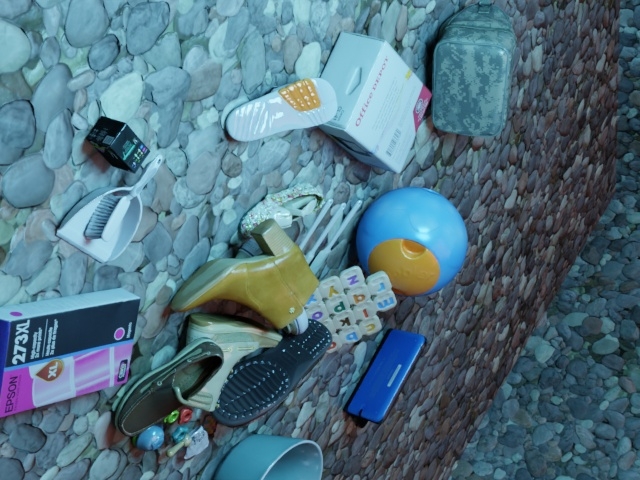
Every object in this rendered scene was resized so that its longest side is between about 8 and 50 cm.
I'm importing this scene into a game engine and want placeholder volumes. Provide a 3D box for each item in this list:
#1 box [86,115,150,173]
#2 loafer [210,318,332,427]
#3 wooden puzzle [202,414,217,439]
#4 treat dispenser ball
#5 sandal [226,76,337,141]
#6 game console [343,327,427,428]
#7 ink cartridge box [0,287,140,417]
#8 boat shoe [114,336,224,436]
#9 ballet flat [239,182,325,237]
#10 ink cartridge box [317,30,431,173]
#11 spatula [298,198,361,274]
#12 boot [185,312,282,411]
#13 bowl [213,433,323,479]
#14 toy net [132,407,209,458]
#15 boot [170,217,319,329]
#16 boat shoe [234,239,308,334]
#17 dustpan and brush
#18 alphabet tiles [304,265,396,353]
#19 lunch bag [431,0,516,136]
[{"bbox_3d":[-0.342,-0.162,1.448,0.052,0.062,0.083,-60,148,-17],"label":"box"},{"bbox_3d":[-0.111,0.334,2.023,0.366,0.134,0.130,-33,155,-35],"label":"loafer"},{"bbox_3d":[-0.256,0.426,1.977,0.049,0.006,0.083,0,108,-57],"label":"wooden puzzle"},{"bbox_3d":[0.236,0.004,2.217,0.288,0.288,0.288,-34,134,-44],"label":"treat dispenser ball"},{"bbox_3d":[-0.089,-0.275,1.774,0.265,0.076,0.102,-19,111,-27],"label":"sandal"},{"bbox_3d":[0.217,0.431,2.561,0.173,0.250,0.293,41,71,-29],"label":"game console"},{"bbox_3d":[-0.474,0.191,1.458,0.371,0.069,0.175,-6,113,-53],"label":"ink cartridge box"},{"bbox_3d":[-0.298,0.296,1.696,0.257,0.095,0.095,-45,118,-10],"label":"boat shoe"},{"bbox_3d":[-0.077,-0.067,1.897,0.241,0.077,0.091,-35,136,-42],"label":"ballet flat"},{"bbox_3d":[0.120,-0.318,2.002,0.306,0.131,0.226,30,83,-57],"label":"ink cartridge box"},{"bbox_3d":[0.000,0.000,2.038,0.168,0.019,0.242,1,129,-54],"label":"spatula"},{"bbox_3d":[-0.207,0.269,1.867,0.262,0.095,0.203,14,95,-52],"label":"boot"},{"bbox_3d":[-0.148,0.602,2.095,0.311,0.163,0.311,-33,133,-44],"label":"bowl"},{"bbox_3d":[-0.306,0.412,1.848,0.122,0.045,0.232,-57,152,-3],"label":"toy net"},{"bbox_3d":[-0.145,0.115,1.779,0.295,0.104,0.211,-39,118,-17],"label":"boot"},{"bbox_3d":[-0.124,0.123,1.932,0.094,0.109,0.302,-43,131,-16],"label":"boat shoe"},{"bbox_3d":[-0.349,-0.066,1.495,0.211,0.060,0.147,-62,148,-11],"label":"dustpan and brush"},{"bbox_3d":[0.049,0.175,2.134,0.284,0.021,0.278,-25,137,-1],"label":"alphabet tiles"},{"bbox_3d":[0.423,-0.462,2.310,0.256,0.213,0.305,-62,155,-44],"label":"lunch bag"}]
